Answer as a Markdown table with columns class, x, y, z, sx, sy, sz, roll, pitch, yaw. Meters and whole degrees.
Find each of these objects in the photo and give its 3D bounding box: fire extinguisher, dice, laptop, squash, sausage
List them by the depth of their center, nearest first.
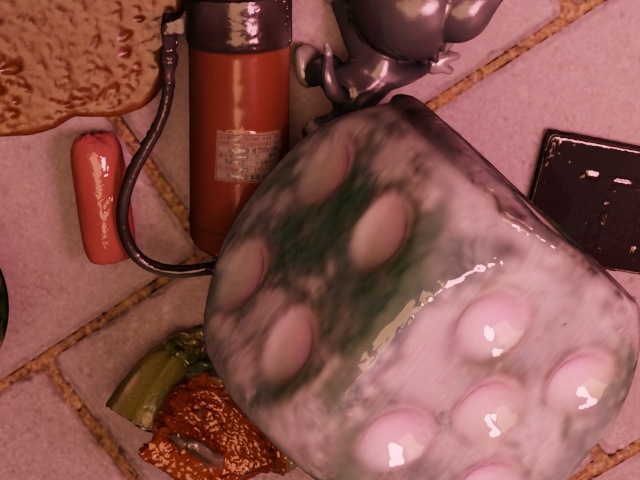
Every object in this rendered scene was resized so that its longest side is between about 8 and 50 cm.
| class | x | y | z | sx | sy | sz | roll | pitch | yaw |
| --- | --- | --- | --- | --- | --- | --- | --- | --- | --- |
| dice | 0.106 | 0.075 | 1.491 | 0.330 | 0.328 | 0.348 | 31 | 102 | -35 |
| fire extinguisher | -0.119 | -0.096 | 1.599 | 0.200 | 0.113 | 0.376 | 6 | 112 | 17 |
| sausage | -0.248 | -0.049 | 1.637 | 0.062 | 0.062 | 0.154 | -5 | 107 | 2 |
| laptop | 0.344 | -0.037 | 1.657 | 0.207 | 0.026 | 0.154 | 11 | 106 | -4 |
| squash | -0.180 | 0.155 | 1.694 | 0.105 | 0.105 | 0.132 | 24 | 94 | -7 |

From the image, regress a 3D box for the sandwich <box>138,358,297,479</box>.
| class | x | y | z | sx | sy | sz | roll | pitch | yaw |
| --- | --- | --- | --- | --- | --- | --- | --- | --- | --- |
| sandwich | -0.098 | 0.232 | 1.656 | 0.185 | 0.109 | 0.160 | 53 | 57 | -33 |

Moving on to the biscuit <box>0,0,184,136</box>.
| class | x | y | z | sx | sy | sz | roll | pitch | yaw |
| --- | --- | --- | --- | --- | --- | --- | --- | --- | --- |
| biscuit | -0.343 | -0.267 | 1.565 | 0.381 | 0.074 | 0.359 | -28 | 105 | 10 |

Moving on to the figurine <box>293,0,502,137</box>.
| class | x | y | z | sx | sy | sz | roll | pitch | yaw |
| --- | --- | --- | --- | --- | --- | --- | --- | --- | --- |
| figurine | 0.052 | -0.224 | 1.548 | 0.193 | 0.140 | 0.265 | 41 | 89 | 6 |

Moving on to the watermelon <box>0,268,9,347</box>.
| class | x | y | z | sx | sy | sz | roll | pitch | yaw |
| --- | --- | --- | --- | --- | --- | --- | --- | --- | --- |
| watermelon | -0.478 | 0.084 | 1.587 | 0.269 | 0.269 | 0.269 | 0 | 107 | 0 |
